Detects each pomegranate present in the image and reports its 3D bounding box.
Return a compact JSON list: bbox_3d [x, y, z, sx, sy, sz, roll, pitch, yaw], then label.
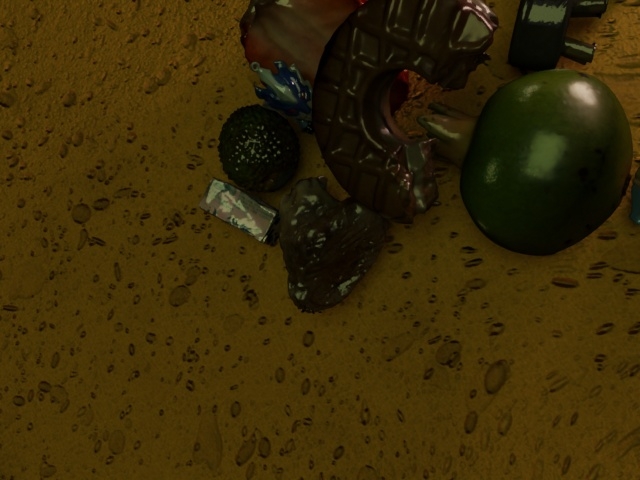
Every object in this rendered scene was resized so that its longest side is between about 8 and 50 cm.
[{"bbox_3d":[0.323,-0.144,1.043,0.358,0.216,0.310,21,95,16],"label":"pomegranate"}]

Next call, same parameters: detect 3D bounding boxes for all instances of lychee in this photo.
[{"bbox_3d":[-0.119,-0.177,1.195,0.171,0.171,0.171,-1,86,15],"label":"lychee"}]

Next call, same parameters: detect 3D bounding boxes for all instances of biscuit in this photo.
[{"bbox_3d":[0.112,-0.230,1.011,0.268,0.115,0.366,29,120,23],"label":"biscuit"}]

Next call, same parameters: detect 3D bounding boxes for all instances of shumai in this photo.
[{"bbox_3d":[0.004,-0.001,1.167,0.185,0.184,0.218,37,111,49],"label":"shumai"}]

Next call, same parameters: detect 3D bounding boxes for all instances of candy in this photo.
[{"bbox_3d":[-0.148,-0.057,1.225,0.160,0.092,0.073,29,93,14],"label":"candy"}]

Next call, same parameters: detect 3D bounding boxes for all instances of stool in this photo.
[{"bbox_3d":[0.391,-0.373,1.049,0.139,0.228,0.153,14,62,14],"label":"stool"}]

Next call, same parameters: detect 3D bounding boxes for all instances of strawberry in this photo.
[{"bbox_3d":[0.023,-0.359,1.168,0.336,0.149,0.265,39,129,-5],"label":"strawberry"}]

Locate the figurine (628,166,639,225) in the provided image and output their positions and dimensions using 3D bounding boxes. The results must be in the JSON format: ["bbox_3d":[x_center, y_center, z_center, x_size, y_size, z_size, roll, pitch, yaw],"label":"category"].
[{"bbox_3d":[0.622,-0.119,1.014,0.180,0.154,0.262,29,111,6],"label":"figurine"}]

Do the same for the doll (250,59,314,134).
[{"bbox_3d":[-0.044,-0.253,1.138,0.195,0.070,0.096,36,108,-14],"label":"doll"}]
